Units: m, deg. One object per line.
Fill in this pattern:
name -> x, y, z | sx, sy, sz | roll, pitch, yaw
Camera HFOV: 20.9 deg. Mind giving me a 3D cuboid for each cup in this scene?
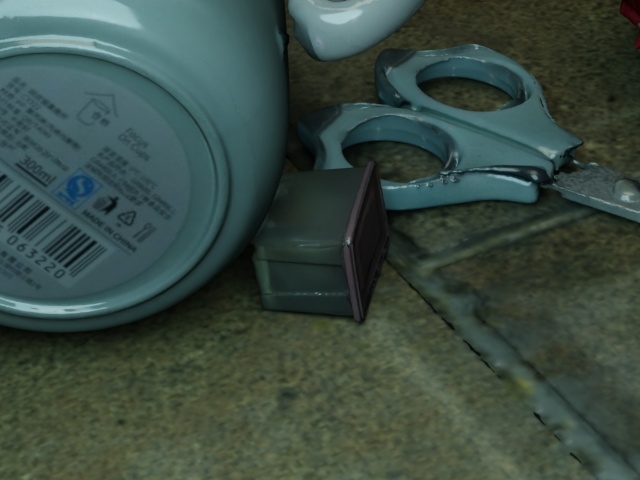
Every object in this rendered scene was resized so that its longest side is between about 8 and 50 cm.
cup -> -0.096, -0.121, 0.972 | 0.357, 0.259, 0.274 | -16, 39, 8

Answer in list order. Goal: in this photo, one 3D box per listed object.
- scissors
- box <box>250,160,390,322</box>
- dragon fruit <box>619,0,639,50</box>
scissors -> 0.159, -0.040, 1.051 | 0.360, 0.029, 0.191 | 21, 41, 30
box -> 0.000, 0.000, 0.987 | 0.063, 0.060, 0.084 | 1, 37, 14
dragon fruit -> 0.302, -0.198, 1.127 | 0.268, 0.210, 0.205 | 2, 15, -26
